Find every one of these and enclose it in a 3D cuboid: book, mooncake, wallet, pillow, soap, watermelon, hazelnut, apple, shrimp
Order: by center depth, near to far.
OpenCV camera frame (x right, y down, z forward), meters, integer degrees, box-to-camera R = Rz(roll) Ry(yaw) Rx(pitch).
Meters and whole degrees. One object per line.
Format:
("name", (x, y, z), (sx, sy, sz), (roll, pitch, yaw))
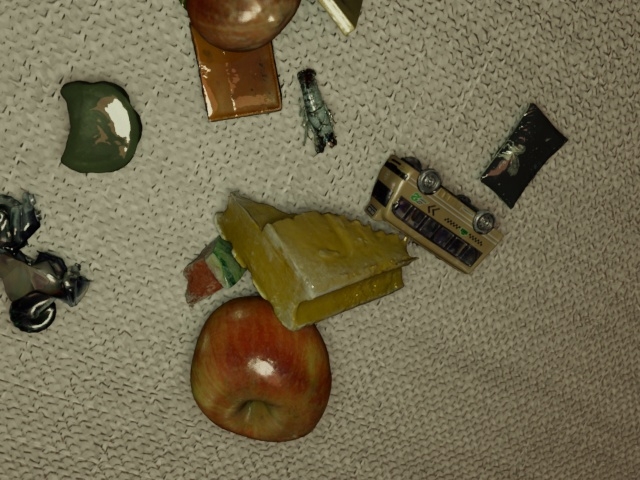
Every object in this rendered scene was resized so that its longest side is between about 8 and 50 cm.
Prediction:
("hazelnut", (-0.132, -0.425, 1.048), (0.214, 0.214, 0.176), (-56, 145, 5))
("book", (0.017, -0.470, 1.094), (0.026, 0.231, 0.161), (-32, 114, 27))
("mooncake", (-0.415, -0.209, 1.112), (0.168, 0.104, 0.175), (37, 96, -24))
("wallet", (-0.163, -0.337, 1.178), (0.161, 0.042, 0.195), (-15, 104, -17))
("shrimp", (-0.016, -0.256, 1.221), (0.082, 0.076, 0.174), (-13, 109, 13))
("apple", (-0.120, 0.251, 1.246), (0.302, 0.301, 0.301), (-4, 106, -14))
("soap", (0.000, 0.000, 1.260), (0.339, 0.304, 0.169), (-15, 149, -41))
("watermelon", (-0.223, 0.058, 1.268), (0.158, 0.121, 0.098), (-32, 98, 43))
("pillow", (0.457, -0.188, 1.368), (0.141, 0.055, 0.208), (35, 94, -27))

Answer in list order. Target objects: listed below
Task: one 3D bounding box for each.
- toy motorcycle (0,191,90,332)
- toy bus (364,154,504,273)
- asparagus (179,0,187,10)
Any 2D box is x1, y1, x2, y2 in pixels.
("toy motorcycle", (-0.539, 0.037, 1.148), (0.159, 0.106, 0.270), (-15, 97, -14))
("toy bus", (0.242, -0.056, 1.308), (0.290, 0.139, 0.157), (32, 100, -24))
("asparagus", (-0.191, -0.548, 1.102), (0.067, 0.060, 0.277), (30, 96, -39))
